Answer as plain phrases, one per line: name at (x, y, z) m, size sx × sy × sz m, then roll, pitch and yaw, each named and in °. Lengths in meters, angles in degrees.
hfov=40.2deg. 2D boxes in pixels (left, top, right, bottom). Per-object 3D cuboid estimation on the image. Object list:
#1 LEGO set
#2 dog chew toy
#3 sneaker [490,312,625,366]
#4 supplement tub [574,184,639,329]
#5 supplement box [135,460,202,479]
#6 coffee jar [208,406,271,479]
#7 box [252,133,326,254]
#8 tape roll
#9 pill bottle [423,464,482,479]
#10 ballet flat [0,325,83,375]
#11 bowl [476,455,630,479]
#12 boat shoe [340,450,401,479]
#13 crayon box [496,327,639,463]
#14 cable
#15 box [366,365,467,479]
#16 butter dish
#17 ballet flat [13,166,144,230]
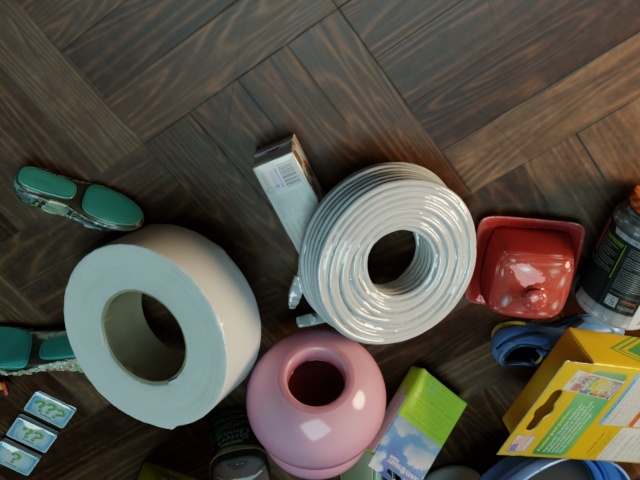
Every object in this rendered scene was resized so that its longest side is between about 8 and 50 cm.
LEGO set at (-0.568, 0.302, 1.484) m, size 0.244 × 0.060 × 0.182 m, roll 33°, pitch 114°, yaw -17°
dog chew toy at (-0.006, 0.275, 1.352) m, size 0.206 × 0.206 × 0.332 m, roll 1°, pitch 148°, yaw 1°
sneaker at (0.371, 0.165, 1.357) m, size 0.209 × 0.082 × 0.069 m, roll -5°, pitch 120°, yaw 3°
supplement tub at (0.450, 0.023, 1.244) m, size 0.117 × 0.117 × 0.190 m, roll 13°, pitch 122°, yaw -6°
supplement box at (-0.216, 0.496, 1.400) m, size 0.194 × 0.356 × 0.195 m, roll 24°, pitch 77°, yaw -13°
coffee jar at (-0.132, 0.343, 1.413) m, size 0.096 × 0.184 × 0.079 m, roll -10°, pitch 108°, yaw -5°
box at (0.000, 0.000, 1.274) m, size 0.067 × 0.063 × 0.324 m, roll -21°, pitch 119°, yaw 14°
tape roll at (-0.231, 0.124, 1.271) m, size 0.286 × 0.100 × 0.286 m, roll 9°, pitch 112°, yaw 23°
pill bottle at (0.260, 0.527, 1.557) m, size 0.130 × 0.130 × 0.245 m, roll -16°, pitch 120°, yaw 11°
ballet flat at (-0.444, 0.184, 1.395) m, size 0.241 × 0.091 × 0.077 m, roll 1°, pitch 144°, yaw 5°
bowl at (0.362, 0.515, 1.483) m, size 0.391 × 0.077 × 0.391 m, roll -11°, pitch 115°, yaw -25°
boat shoe at (0.109, 0.444, 1.524) m, size 0.113 × 0.127 × 0.340 m, roll -12°, pitch 114°, yaw -23°
crayon box at (0.430, 0.243, 1.349) m, size 0.323 × 0.083 × 0.203 m, roll 10°, pitch 124°, yaw -27°
cable at (0.095, 0.020, 1.222) m, size 0.257 × 0.089 × 0.257 m, roll 1°, pitch 110°, yaw -22°
box at (0.149, 0.308, 1.414) m, size 0.109 × 0.042 × 0.178 m, roll 40°, pitch 74°, yaw -20°
butter dish at (0.302, 0.057, 1.269) m, size 0.160 × 0.118 × 0.160 m, roll 4°, pitch 122°, yaw -2°
ballet flat at (-0.348, -0.052, 1.260) m, size 0.188 × 0.070 × 0.070 m, roll 23°, pitch 120°, yaw -10°
